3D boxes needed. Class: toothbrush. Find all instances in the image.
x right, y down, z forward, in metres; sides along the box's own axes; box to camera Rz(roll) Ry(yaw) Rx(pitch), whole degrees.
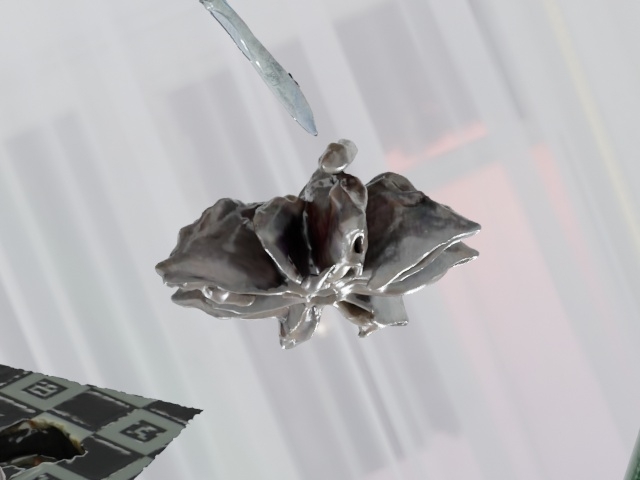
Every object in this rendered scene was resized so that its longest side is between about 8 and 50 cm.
[{"bbox_3d":[-0.092,-0.230,1.989,0.035,0.413,0.042,25,-106,39],"label":"toothbrush"}]

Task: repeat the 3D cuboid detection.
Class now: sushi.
[{"bbox_3d":[-0.324,0.215,1.684,0.339,0.069,0.320,11,-155,18],"label":"sushi"}]

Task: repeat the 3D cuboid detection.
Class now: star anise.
[{"bbox_3d":[0.000,-0.001,1.164,0.209,0.089,0.231,3,148,-33],"label":"star anise"}]

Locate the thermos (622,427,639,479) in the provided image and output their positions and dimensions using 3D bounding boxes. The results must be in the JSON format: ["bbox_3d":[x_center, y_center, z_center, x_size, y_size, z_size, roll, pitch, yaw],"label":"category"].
[{"bbox_3d":[0.280,0.222,1.562,0.073,0.188,0.083,19,-165,13],"label":"thermos"}]

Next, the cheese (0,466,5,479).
[{"bbox_3d":[-0.275,0.226,1.194,0.189,0.074,0.286,-32,-140,9],"label":"cheese"}]
